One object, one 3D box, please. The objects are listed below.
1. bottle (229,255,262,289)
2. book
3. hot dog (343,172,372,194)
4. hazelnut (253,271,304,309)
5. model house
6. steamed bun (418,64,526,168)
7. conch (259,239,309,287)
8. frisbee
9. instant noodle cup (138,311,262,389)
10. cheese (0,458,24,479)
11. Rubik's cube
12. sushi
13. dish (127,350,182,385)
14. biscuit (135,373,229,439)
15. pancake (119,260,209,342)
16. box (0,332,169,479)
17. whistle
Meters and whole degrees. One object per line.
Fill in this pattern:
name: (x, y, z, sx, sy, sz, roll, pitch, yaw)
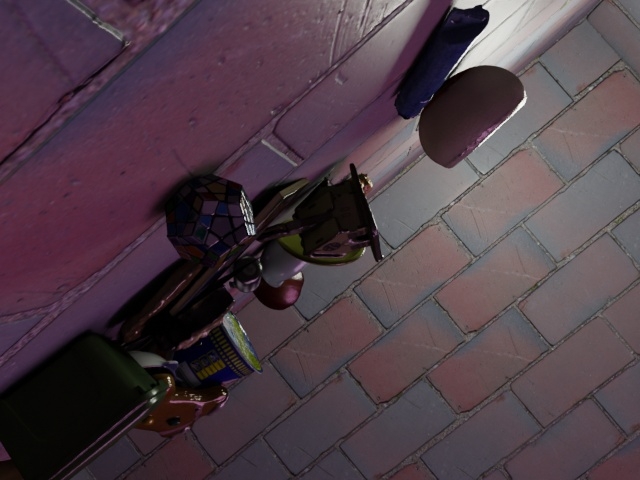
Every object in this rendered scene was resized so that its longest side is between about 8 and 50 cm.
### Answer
bottle: (-0.215, 0.103, 1.604, 0.096, 0.079, 0.254, -18, 172, -11)
book: (-0.152, 0.007, 1.117, 0.322, 0.018, 0.228, -46, -179, 18)
hot dog: (0.064, -0.127, 1.731, 0.104, 0.076, 0.250, -7, 149, -46)
hazelnut: (-0.170, 0.152, 2.068, 0.208, 0.208, 0.208, -40, 177, -3)
model house: (-0.011, -0.030, 1.365, 0.278, 0.205, 0.218, -17, 154, 3)
steamed bun: (0.361, -0.325, 1.415, 0.283, 0.177, 0.283, -42, 179, -1)
conch: (-0.104, 0.043, 1.647, 0.221, 0.121, 0.185, -37, -172, 37)
frisbee: (0.000, 0.000, 1.461, 0.236, 0.236, 0.017, -36, 143, -52)
instant noodle cup: (-0.370, 0.340, 1.612, 0.312, 0.284, 0.284, -32, 176, -3)
cheese: (-0.622, 0.470, 0.985, 0.259, 0.128, 0.316, -30, 167, 32)
Rubik's cube: (-0.129, -0.023, 0.667, 0.111, 0.111, 0.093, -39, -155, -13)
sushi: (-0.274, 0.185, 1.251, 0.296, 0.100, 0.373, -37, -174, -37)
dish: (-0.477, 0.345, 1.439, 0.236, 0.086, 0.228, -17, 145, -13)
biscuit: (-0.454, 0.435, 1.429, 0.283, 0.064, 0.432, -37, 143, 18)
pancake: (-0.282, 0.099, 1.053, 0.236, 0.042, 0.222, -43, 179, 38)
box: (-0.420, 0.294, 1.010, 0.252, 0.178, 0.328, -37, 178, -18)
whistle: (0.194, -0.295, 0.957, 0.062, 0.062, 0.304, -39, 177, -14)
